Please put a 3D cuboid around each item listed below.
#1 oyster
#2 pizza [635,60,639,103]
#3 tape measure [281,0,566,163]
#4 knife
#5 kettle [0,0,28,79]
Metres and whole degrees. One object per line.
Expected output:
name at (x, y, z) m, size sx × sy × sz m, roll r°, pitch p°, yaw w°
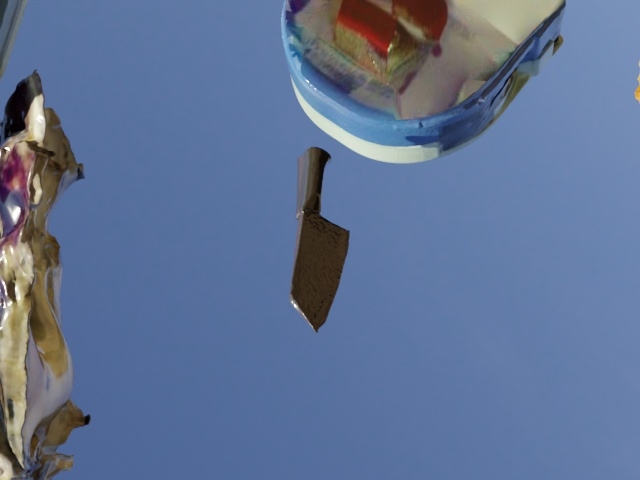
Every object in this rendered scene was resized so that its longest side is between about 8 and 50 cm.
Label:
oyster at (-0.211, 0.034, 1.154) m, size 0.100 × 0.275 × 0.271 m, roll 8°, pitch -121°, yaw 9°
pizza at (0.380, -0.165, 1.545) m, size 0.086 × 0.226 × 0.335 m, roll 56°, pitch 168°, yaw -22°
tape measure at (0.094, -0.214, 1.776) m, size 0.259 × 0.262 × 0.138 m, roll 35°, pitch 173°, yaw 18°
knife at (0.000, 0.000, 1.592) m, size 0.060 × 0.028 × 0.230 m, roll 23°, pitch -139°, yaw -17°
kettle at (-0.290, -0.135, 1.061) m, size 0.210 × 0.243 × 0.160 m, roll 11°, pitch -142°, yaw -32°
